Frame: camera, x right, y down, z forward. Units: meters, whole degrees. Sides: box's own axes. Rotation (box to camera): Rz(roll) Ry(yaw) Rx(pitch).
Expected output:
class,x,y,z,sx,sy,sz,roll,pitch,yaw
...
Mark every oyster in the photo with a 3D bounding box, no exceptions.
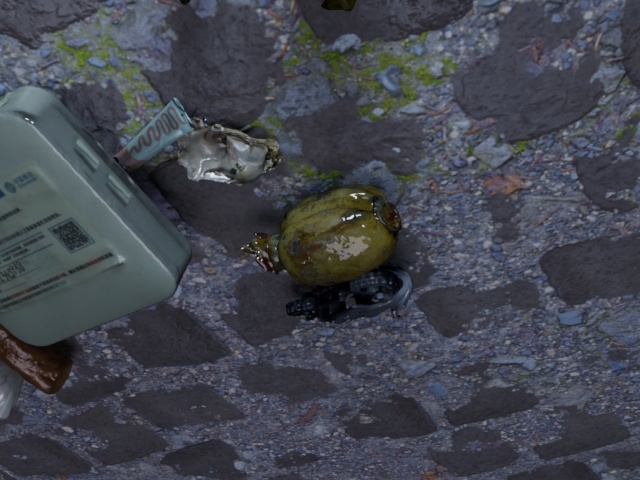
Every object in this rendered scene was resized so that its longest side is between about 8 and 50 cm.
class,x,y,z,sx,sy,sz,roll,pitch,yaw
oyster,-0.144,-0.130,1.219,0.166,0.053,0.108,17,109,-5

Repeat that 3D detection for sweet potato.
class,x,y,z,sx,sy,sz,roll,pitch,yaw
sweet potato,-0.597,0.216,1.574,0.097,0.097,0.251,-24,120,24

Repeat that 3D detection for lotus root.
class,x,y,z,sx,sy,sz,roll,pitch,yaw
lotus root,0.001,0.001,1.284,0.278,0.154,0.154,-18,133,21

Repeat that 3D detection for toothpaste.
class,x,y,z,sx,sy,sz,roll,pitch,yaw
toothpaste,-0.277,-0.146,1.218,0.205,0.036,0.056,-32,95,30

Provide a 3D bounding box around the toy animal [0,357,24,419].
class,x,y,z,sx,sy,sz,roll,pitch,yaw
toy animal,-0.764,0.294,1.626,0.283,0.138,0.140,-3,141,7

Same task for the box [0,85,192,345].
class,x,y,z,sx,sy,sz,roll,pitch,yaw
box,-0.465,-0.020,1.267,0.396,0.111,0.396,-21,123,27

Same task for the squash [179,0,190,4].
class,x,y,z,sx,sy,sz,roll,pitch,yaw
squash,-0.166,-0.414,0.893,0.095,0.094,0.341,5,137,-4

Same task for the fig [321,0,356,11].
class,x,y,z,sx,sy,sz,roll,pitch,yaw
fig,-0.009,-0.341,0.925,0.148,0.142,0.186,-2,130,44

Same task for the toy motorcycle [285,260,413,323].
class,x,y,z,sx,sy,sz,roll,pitch,yaw
toy motorcycle,0.062,0.098,1.407,0.159,0.106,0.270,2,163,-37
